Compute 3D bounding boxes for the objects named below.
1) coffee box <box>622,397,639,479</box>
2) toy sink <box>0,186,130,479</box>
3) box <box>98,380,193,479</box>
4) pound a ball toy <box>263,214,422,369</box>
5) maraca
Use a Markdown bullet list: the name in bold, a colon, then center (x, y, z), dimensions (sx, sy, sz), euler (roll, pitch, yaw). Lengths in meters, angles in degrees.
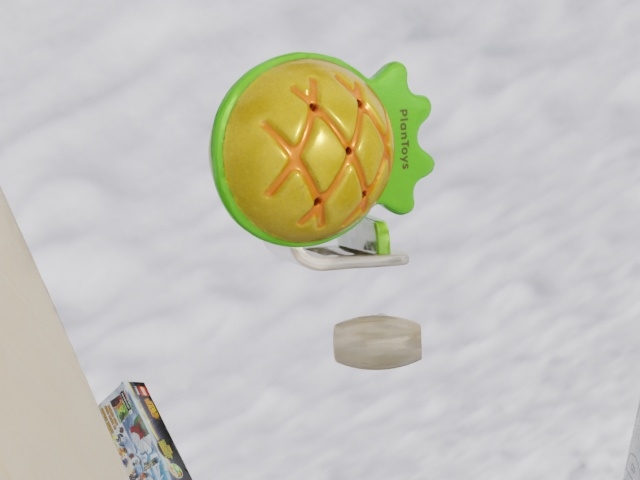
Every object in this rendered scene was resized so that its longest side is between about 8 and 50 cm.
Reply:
- **coffee box**: center (0.424, 0.117, 0.846), dimensions (0.338, 0.334, 0.338), euler (0, 116, -8)
- **toy sink**: center (-0.196, 0.102, 0.640), dimensions (0.131, 0.153, 0.234), euler (-6, 128, 12)
- **box**: center (-0.141, 0.187, 1.019), dimensions (0.094, 0.137, 0.027), euler (-41, 153, 22)
- **pound a ball toy**: center (0.000, 0.000, 1.269), dimensions (0.135, 0.208, 0.319), euler (-2, -177, -7)
- **maraca**: center (0.005, -0.062, 0.904), dimensions (0.185, 0.127, 0.099), euler (-10, -167, -37)
